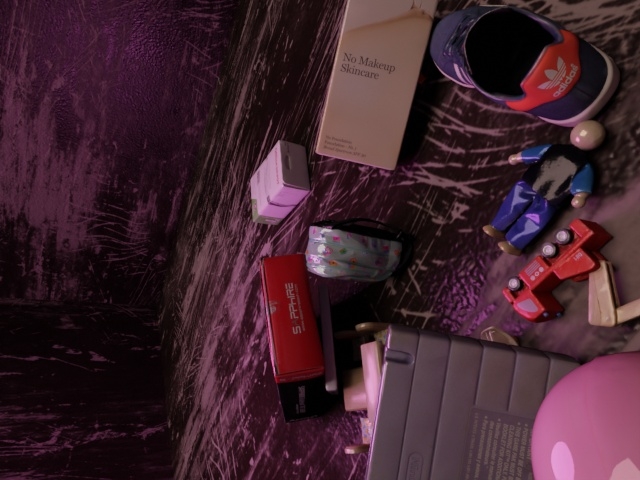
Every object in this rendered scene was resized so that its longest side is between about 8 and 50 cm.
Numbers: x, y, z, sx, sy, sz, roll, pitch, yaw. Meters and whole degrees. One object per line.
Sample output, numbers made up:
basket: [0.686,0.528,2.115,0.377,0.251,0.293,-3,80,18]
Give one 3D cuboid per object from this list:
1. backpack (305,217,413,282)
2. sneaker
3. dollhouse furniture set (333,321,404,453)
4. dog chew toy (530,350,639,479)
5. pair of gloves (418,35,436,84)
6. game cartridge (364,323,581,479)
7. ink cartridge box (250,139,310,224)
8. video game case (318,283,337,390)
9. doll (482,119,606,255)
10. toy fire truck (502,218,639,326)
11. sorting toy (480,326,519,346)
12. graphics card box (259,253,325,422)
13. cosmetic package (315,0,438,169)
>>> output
backpack: [0.062,0.019,0.796,0.152,0.182,0.115,-4,79,59]
sneaker: [0.239,-0.281,0.606,0.131,0.148,0.350,-66,33,25]
dollhouse furniture set: [0.091,0.242,0.707,0.242,0.161,0.211,-36,53,51]
dog chew toy: [0.332,0.157,0.293,0.332,0.207,0.206,-38,50,39]
pair of gloves: [0.203,-0.354,0.826,0.074,0.010,0.083,-52,41,40]
game cartridge: [0.170,0.296,0.514,0.068,0.231,0.354,5,-86,-86]
ink cartridge box: [-0.124,-0.166,1.256,0.219,0.093,0.160,-38,51,50]
video game case: [0.018,0.213,0.883,0.183,0.023,0.201,79,-175,-67]
doll: [0.293,-0.074,0.559,0.188,0.046,0.129,-61,37,32]
toy fire truck: [0.316,0.049,0.486,0.192,0.047,0.135,-59,38,34]
sorting toy: [0.242,0.171,0.592,0.075,0.045,0.083,130,138,-53]
graphics card box: [-0.057,0.221,0.885,0.370,0.095,0.232,94,166,-54]
cosmetic package: [0.099,-0.302,0.802,0.113,0.161,0.308,-82,3,-76]
